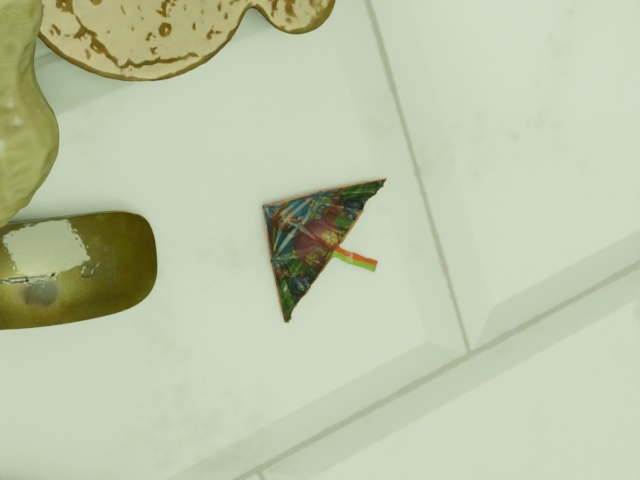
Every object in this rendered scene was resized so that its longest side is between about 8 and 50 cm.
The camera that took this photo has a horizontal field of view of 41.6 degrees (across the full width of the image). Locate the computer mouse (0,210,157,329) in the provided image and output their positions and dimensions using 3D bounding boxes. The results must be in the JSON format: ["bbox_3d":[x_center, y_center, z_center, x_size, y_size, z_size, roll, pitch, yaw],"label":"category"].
[{"bbox_3d":[-0.248,0.025,0.771,0.199,0.045,0.102,-6,108,-21],"label":"computer mouse"}]

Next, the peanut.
[{"bbox_3d":[-0.264,-0.116,0.662,0.110,0.120,0.236,-16,130,-47],"label":"peanut"}]

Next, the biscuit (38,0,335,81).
[{"bbox_3d":[-0.099,-0.282,0.722,0.355,0.052,0.275,-39,116,-4],"label":"biscuit"}]

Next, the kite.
[{"bbox_3d":[0.000,0.000,0.886,0.159,0.010,0.190,34,95,-30],"label":"kite"}]
